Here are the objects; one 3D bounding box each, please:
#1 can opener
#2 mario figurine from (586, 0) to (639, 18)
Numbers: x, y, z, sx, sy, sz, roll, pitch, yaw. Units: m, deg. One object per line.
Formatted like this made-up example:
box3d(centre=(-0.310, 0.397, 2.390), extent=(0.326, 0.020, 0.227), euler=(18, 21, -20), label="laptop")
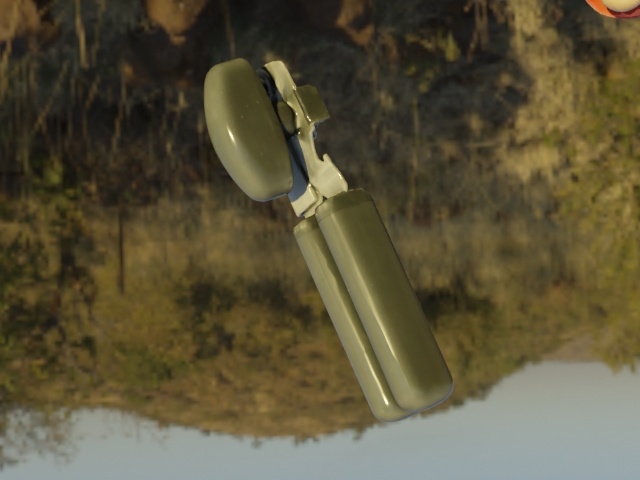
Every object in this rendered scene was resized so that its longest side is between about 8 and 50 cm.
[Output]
box3d(centre=(0.000, 0.000, 0.834), extent=(0.093, 0.280, 0.074), euler=(-24, 172, -29), label="can opener")
box3d(centre=(0.254, -0.255, 0.936), extent=(0.170, 0.198, 0.320), euler=(-45, 165, 2), label="mario figurine")
